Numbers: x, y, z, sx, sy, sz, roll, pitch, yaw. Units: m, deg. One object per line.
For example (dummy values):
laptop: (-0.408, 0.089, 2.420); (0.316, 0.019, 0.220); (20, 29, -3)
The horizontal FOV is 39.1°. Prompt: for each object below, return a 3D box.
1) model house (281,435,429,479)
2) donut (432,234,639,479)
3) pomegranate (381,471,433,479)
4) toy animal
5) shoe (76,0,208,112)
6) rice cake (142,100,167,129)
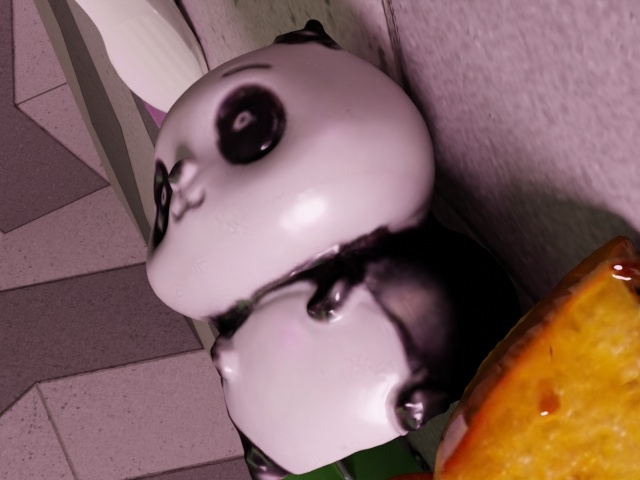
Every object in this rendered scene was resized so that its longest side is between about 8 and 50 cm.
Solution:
model house: (0.063, 0.409, 0.915); (0.358, 0.242, 0.313); (47, 162, 44)
donut: (0.118, 0.144, 0.378); (0.101, 0.152, 0.259); (138, 107, -83)
pomegranate: (0.065, 0.271, 0.632); (0.256, 0.221, 0.221); (10, 134, 33)
toy animal: (-0.003, 0.005, 0.514); (0.187, 0.165, 0.235); (-31, 85, 36)
shoe: (-0.183, -0.250, 0.914); (0.265, 0.095, 0.110); (56, -148, -43)
rice cake: (-0.168, -0.109, 1.172); (0.207, 0.047, 0.036); (62, 172, 6)
